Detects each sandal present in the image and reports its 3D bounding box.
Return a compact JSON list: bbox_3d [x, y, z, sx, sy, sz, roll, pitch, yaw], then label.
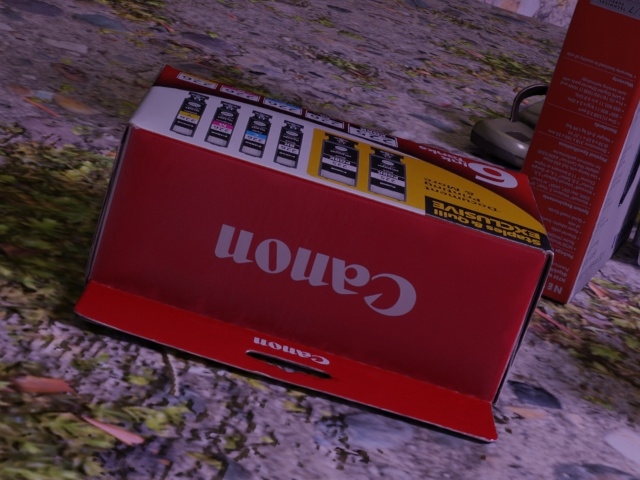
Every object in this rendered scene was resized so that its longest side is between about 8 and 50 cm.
[{"bbox_3d":[0.285,-0.150,1.956,0.120,0.086,0.303,23,18,19],"label":"sandal"}]

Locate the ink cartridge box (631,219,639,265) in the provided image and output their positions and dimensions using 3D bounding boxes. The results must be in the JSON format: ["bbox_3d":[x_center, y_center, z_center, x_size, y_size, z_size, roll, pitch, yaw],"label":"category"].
[{"bbox_3d":[0.385,-0.029,1.598,0.092,0.143,0.090,19,2,2],"label":"ink cartridge box"}]

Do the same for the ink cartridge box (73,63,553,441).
[{"bbox_3d":[0.000,0.000,1.128,0.309,0.130,0.272,16,18,-4],"label":"ink cartridge box"}]

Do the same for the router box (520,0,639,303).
[{"bbox_3d":[0.283,-0.122,1.498,0.082,0.301,0.335,21,18,16],"label":"router box"}]
